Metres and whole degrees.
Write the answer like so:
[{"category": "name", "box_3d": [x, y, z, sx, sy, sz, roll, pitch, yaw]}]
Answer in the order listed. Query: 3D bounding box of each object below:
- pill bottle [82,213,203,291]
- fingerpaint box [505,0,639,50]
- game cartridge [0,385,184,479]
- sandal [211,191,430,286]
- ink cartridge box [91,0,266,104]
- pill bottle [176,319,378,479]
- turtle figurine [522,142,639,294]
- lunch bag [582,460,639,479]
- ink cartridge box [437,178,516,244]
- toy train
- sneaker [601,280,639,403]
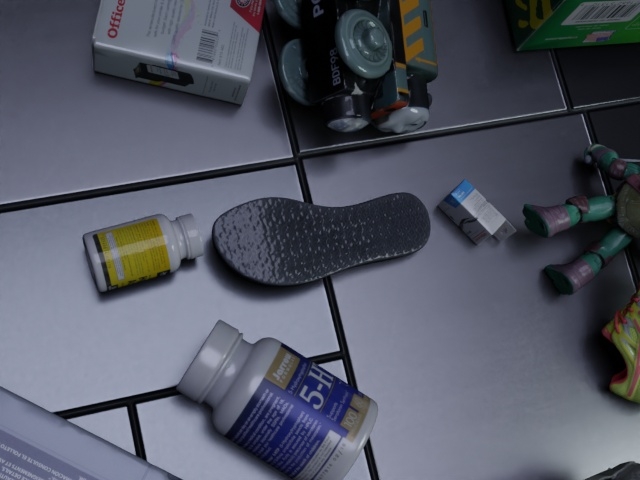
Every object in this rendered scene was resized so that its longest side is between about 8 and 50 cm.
[{"category": "pill bottle", "box_3d": [-0.185, 0.009, 1.067, 0.116, 0.065, 0.065, -16, 79, -15]}, {"category": "fingerpaint box", "box_3d": [0.435, -0.449, 1.275, 0.444, 0.163, 0.371, -7, 78, -15]}, {"category": "game cartridge", "box_3d": [-0.286, 0.266, 0.983, 0.294, 0.060, 0.196, 29, 68, -4]}, {"category": "sandal", "box_3d": [0.001, 0.001, 1.124, 0.254, 0.054, 0.097, -3, 83, -23]}, {"category": "ink cartridge box", "box_3d": [-0.157, -0.240, 1.135, 0.175, 0.072, 0.128, 12, 73, -9]}, {"category": "pill bottle", "box_3d": [-0.046, 0.164, 1.031, 0.186, 0.112, 0.112, 32, 71, -3]}, {"category": "turtle figurine", "box_3d": [0.360, -0.039, 1.180, 0.234, 0.118, 0.175, -27, 82, -12]}, {"category": "lunch bag", "box_3d": [0.243, 0.374, 0.987, 0.305, 0.212, 0.256, -13, 76, -18]}, {"category": "ink cartridge box", "box_3d": [0.179, -0.026, 1.165, 0.083, 0.048, 0.028, 45, 71, 2]}, {"category": "toy train", "box_3d": [0.048, -0.279, 1.147, 0.190, 0.142, 0.334, 4, 75, -41]}, {"category": "sneaker", "box_3d": [0.361, 0.090, 1.129, 0.094, 0.081, 0.209, 6, 100, 25]}]
